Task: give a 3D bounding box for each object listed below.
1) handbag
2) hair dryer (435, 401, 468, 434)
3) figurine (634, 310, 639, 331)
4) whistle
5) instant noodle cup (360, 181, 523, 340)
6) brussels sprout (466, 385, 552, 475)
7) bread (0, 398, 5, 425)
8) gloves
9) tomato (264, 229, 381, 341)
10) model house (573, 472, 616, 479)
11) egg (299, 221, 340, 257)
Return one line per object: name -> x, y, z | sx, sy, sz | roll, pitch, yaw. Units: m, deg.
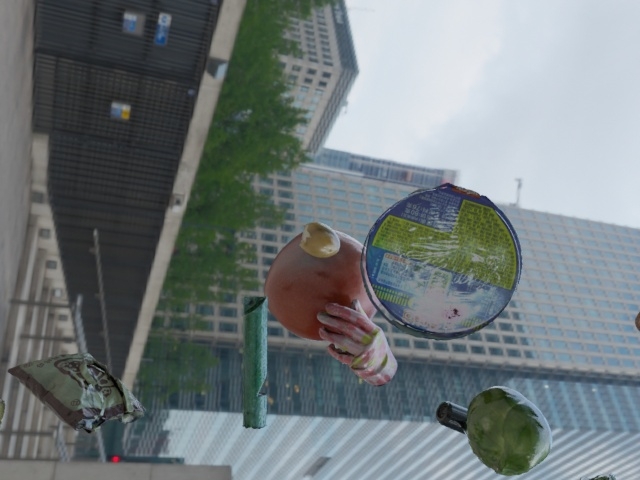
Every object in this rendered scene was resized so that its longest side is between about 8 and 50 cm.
handbag -> -0.520, 0.322, 1.438 | 0.235, 0.213, 0.127 | 27, -81, 28
hair dryer -> 0.329, 0.418, 1.424 | 0.057, 0.100, 0.197 | -65, -163, 6
figurine -> 0.604, 0.104, 1.130 | 0.114, 0.126, 0.157 | 25, -77, 64
whistle -> -0.094, 0.174, 0.952 | 0.039, 0.039, 0.186 | 173, -83, -71
instant noodle cup -> 0.232, 0.011, 1.291 | 0.312, 0.284, 0.284 | -52, 156, -75
brussels sprout -> 0.300, 0.313, 1.076 | 0.155, 0.117, 0.155 | 20, -63, 46
bread -> -0.641, 0.361, 1.142 | 0.236, 0.070, 0.236 | 22, 90, -89
gloves -> 0.095, 0.247, 1.642 | 0.145, 0.241, 0.126 | -44, -152, -13
tomato -> 0.011, 0.105, 1.847 | 0.273, 0.341, 0.341 | 79, 0, -47
model house -> 0.536, 0.655, 1.491 | 0.266, 0.321, 0.261 | -8, -107, 28
egg -> 0.000, 0.000, 1.541 | 0.080, 0.096, 0.080 | -166, -90, -83
